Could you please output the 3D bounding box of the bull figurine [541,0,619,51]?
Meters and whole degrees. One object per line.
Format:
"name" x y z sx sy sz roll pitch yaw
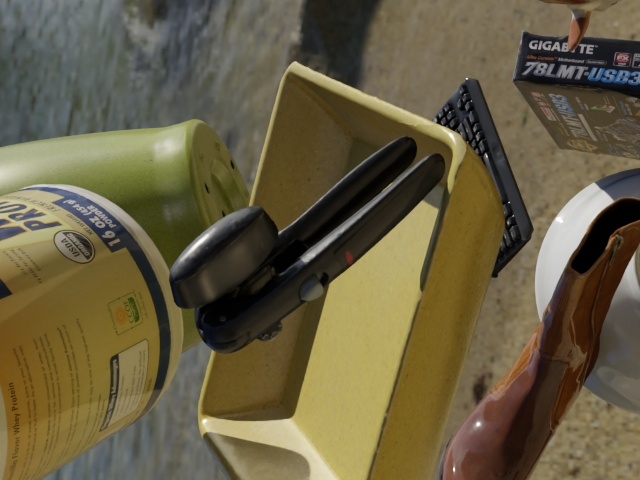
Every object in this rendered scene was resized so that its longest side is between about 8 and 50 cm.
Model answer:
"bull figurine" 0.123 -0.227 0.744 0.188 0.310 0.101 -3 61 66

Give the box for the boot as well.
"boot" 0.224 0.122 1.175 0.096 0.264 0.280 39 144 21

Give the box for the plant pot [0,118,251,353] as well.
"plant pot" -0.262 0.021 1.440 0.366 0.353 0.366 -18 -90 -79

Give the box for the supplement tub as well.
"supplement tub" -0.283 0.094 0.938 0.228 0.316 0.228 9 109 28

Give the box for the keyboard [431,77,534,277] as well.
"keyboard" 0.143 -0.053 1.140 0.108 0.023 0.180 123 139 -52

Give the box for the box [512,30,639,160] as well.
"box" 0.405 -0.157 1.433 0.293 0.295 0.073 11 82 24

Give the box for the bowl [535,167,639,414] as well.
"bowl" 0.398 0.043 1.337 0.134 0.298 0.297 103 170 -76

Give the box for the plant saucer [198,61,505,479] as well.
"plant saucer" 0.020 0.057 0.896 0.333 0.081 0.332 -142 64 -63

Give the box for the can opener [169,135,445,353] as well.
"can opener" 0.000 0.000 0.704 0.059 0.186 0.073 46 158 31
